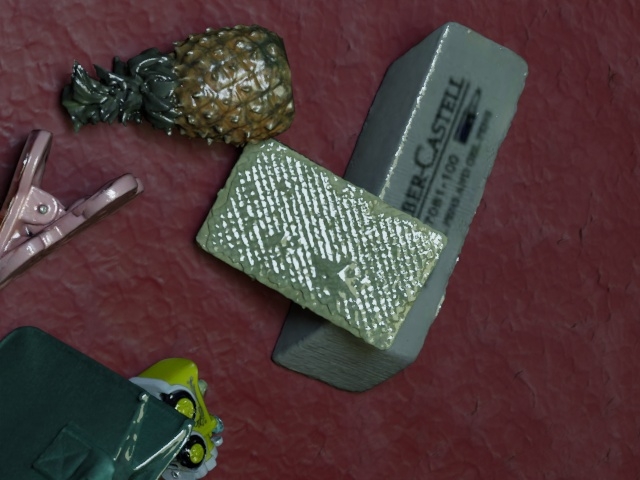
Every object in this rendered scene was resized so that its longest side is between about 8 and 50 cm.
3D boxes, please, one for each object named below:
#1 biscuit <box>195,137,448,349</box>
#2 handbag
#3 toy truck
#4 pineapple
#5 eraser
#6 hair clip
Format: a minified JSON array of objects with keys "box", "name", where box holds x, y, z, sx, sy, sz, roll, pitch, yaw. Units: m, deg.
[{"box":[0.000,0.000,1.435,0.199,0.040,0.121,29,90,1],"name":"biscuit"},{"box":[-0.256,0.234,1.271,0.089,0.238,0.326,45,76,-34],"name":"handbag"},{"box":[-0.123,0.159,1.438,0.077,0.076,0.111,-38,119,-42],"name":"toy truck"},{"box":[-0.120,-0.124,1.368,0.197,0.108,0.108,-8,104,-19],"name":"pineapple"},{"box":[0.077,-0.026,1.513,0.111,0.077,0.352,23,88,-33],"name":"eraser"},{"box":[-0.213,-0.011,1.327,0.102,0.123,0.138,22,82,-4],"name":"hair clip"}]
